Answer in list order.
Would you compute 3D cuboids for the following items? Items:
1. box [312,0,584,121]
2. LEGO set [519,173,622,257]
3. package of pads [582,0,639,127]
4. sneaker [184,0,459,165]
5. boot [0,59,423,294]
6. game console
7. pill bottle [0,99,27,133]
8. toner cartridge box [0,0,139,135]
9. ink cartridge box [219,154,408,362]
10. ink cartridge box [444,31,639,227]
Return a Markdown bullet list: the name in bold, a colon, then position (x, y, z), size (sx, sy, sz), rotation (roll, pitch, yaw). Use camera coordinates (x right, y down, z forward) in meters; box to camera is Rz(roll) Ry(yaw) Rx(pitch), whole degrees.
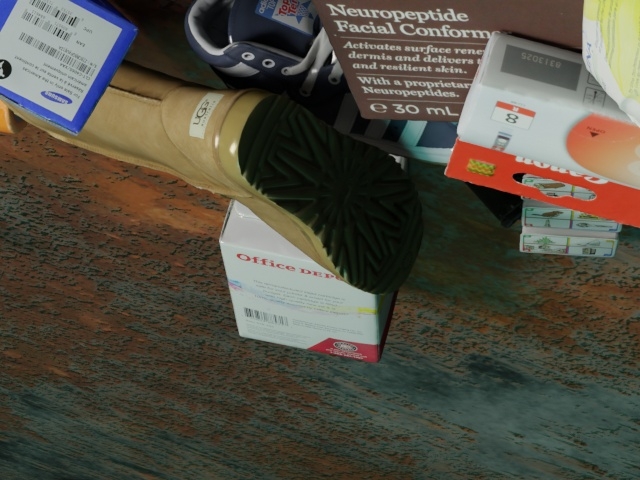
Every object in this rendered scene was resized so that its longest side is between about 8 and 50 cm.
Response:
- **box**: position (0.080, -0.216, 0.994), size (0.191, 0.143, 0.381), rotation (5, 151, 21)
- **LEGO set**: position (0.274, -0.030, 1.356), size (0.244, 0.060, 0.182), rotation (4, 163, 7)
- **package of pads**: position (0.239, -0.184, 0.872), size (0.101, 0.229, 0.296), rotation (52, 168, 27)
- **sneaker**: position (0.037, -0.130, 1.231), size (0.282, 0.099, 0.153), rotation (2, 153, 32)
- **boot**: position (-0.081, -0.067, 1.278), size (0.269, 0.089, 0.236), rotation (18, 162, 42)
- **game console**: position (0.177, -0.062, 1.390), size (0.107, 0.071, 0.122), rotation (48, 150, 2)
- **pill bottle**: position (-0.337, -0.147, 1.364), size (0.246, 0.130, 0.130), rotation (13, 154, 6)
- **toner cartridge box**: position (-0.236, -0.172, 1.116), size (0.165, 0.075, 0.348), rotation (30, -174, -25)
- **ink cartridge box**: position (0.000, 0.000, 1.475), size (0.128, 0.127, 0.176), rotation (12, 154, 8)
- **ink cartridge box**: position (0.152, -0.048, 1.088), size (0.145, 0.045, 0.179), rotation (15, 152, 1)
